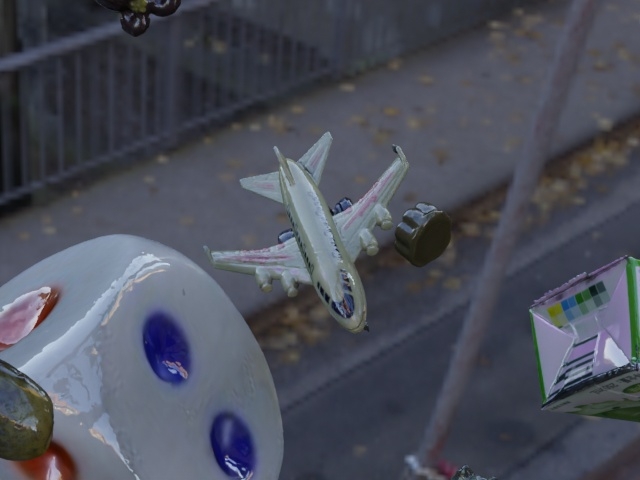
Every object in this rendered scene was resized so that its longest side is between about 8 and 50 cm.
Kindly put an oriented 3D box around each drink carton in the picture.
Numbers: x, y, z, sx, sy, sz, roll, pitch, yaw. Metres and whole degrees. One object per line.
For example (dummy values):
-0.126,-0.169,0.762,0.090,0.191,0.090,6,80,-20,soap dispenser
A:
0.337,0.108,1.524,0.271,0.161,0.108,11,65,-27,drink carton

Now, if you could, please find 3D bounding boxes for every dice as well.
-0.232,0.197,1.703,0.277,0.304,0.304,-20,24,26,dice

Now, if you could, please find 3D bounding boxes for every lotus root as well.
-0.197,0.092,0.949,0.099,0.054,0.049,33,70,4,lotus root

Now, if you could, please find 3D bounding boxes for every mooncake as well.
0.092,-0.148,1.407,0.057,0.346,0.150,13,5,35,mooncake

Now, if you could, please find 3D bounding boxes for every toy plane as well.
0.000,0.000,1.755,0.242,0.104,0.256,-27,61,5,toy plane

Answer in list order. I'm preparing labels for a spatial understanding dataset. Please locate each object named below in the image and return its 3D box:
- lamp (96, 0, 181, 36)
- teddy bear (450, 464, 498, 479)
-0.181,-0.210,0.880,0.118,0.118,0.253,-24,72,-40,lamp
0.191,0.412,1.668,0.224,0.357,0.367,0,62,11,teddy bear
